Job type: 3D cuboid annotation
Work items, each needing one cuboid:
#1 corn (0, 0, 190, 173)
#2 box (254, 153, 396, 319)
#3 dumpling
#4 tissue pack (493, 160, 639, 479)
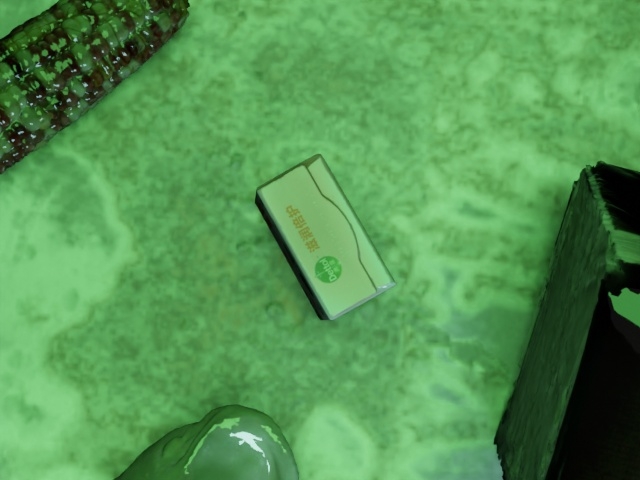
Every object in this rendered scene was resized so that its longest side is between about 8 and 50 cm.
[{"bbox_3d":[-0.184,-0.089,1.044,0.237,0.079,0.079,-35,90,-9],"label":"corn"},{"bbox_3d":[0.000,0.000,1.023,0.043,0.125,0.089,-29,88,-4],"label":"box"},{"bbox_3d":[-0.066,0.183,1.025,0.134,0.100,0.169,41,87,-14],"label":"dumpling"},{"bbox_3d":[0.305,0.107,0.982,0.370,0.198,0.210,14,105,-3],"label":"tissue pack"}]
